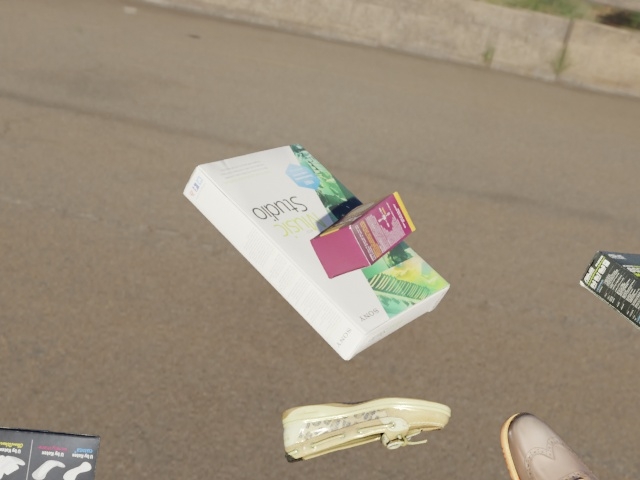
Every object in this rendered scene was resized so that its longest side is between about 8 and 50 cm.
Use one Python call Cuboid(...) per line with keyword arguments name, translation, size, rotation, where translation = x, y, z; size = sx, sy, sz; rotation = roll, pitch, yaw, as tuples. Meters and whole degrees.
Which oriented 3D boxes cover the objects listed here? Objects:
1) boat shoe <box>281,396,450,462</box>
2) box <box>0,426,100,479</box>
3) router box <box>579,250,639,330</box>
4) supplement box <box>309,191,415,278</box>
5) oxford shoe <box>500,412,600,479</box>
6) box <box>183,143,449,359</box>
Cuboid(name="boat shoe", translation=(0.079, 0.320, 1.486), size=(0.285, 0.104, 0.089), rotation=(-6, 65, 7))
Cuboid(name="box", translation=(-0.364, 0.270, 0.936), size=(0.163, 0.142, 0.247), rotation=(14, -18, -35))
Cuboid(name="router box", translation=(0.308, 0.050, 0.794), size=(0.122, 0.038, 0.092), rotation=(5, 27, -38))
Cuboid(name="supplement box", translation=(0.039, -0.005, 0.814), size=(0.055, 0.043, 0.083), rotation=(-19, 12, 42))
Cuboid(name="oxford shoe", translation=(0.424, 0.417, 1.397), size=(0.130, 0.132, 0.363), rotation=(-25, 66, -24))
Cuboid(name="box", translation=(0.000, 0.000, 1.206), size=(0.322, 0.058, 0.232), rotation=(45, 34, 17))
